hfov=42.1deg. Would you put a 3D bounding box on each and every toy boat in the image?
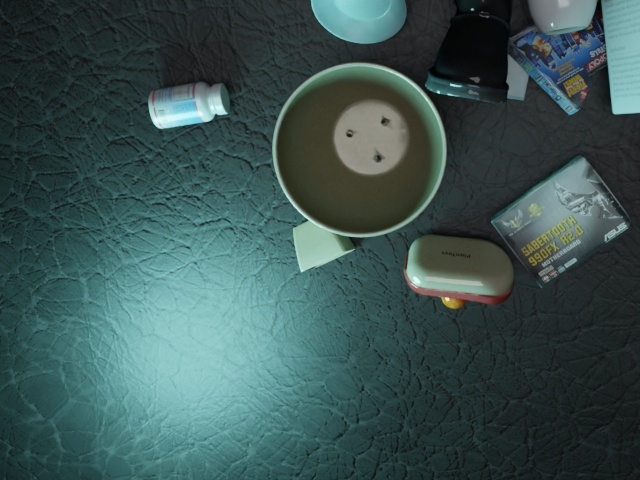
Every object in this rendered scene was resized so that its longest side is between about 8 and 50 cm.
[{"bbox_3d":[0.293,0.086,1.775,0.231,0.151,0.151,7,135,9],"label":"toy boat"}]

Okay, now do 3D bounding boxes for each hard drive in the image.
[{"bbox_3d":[0.358,-0.344,1.701,0.135,0.022,0.094,10,105,7],"label":"hard drive"}]

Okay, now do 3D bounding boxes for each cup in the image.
[{"bbox_3d":[0.091,-0.193,1.673,0.331,0.237,0.331,2,104,10],"label":"cup"}]

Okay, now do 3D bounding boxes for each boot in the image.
[{"bbox_3d":[0.296,-0.488,1.457,0.146,0.367,0.445,10,111,4],"label":"boot"}]

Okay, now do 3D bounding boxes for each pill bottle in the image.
[{"bbox_3d":[-0.281,-0.294,1.789,0.160,0.087,0.087,-7,102,11],"label":"pill bottle"}]

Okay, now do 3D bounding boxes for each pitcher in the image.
[{"bbox_3d":[0.461,-0.497,1.564,0.125,0.177,0.207,-3,96,41],"label":"pitcher"}]

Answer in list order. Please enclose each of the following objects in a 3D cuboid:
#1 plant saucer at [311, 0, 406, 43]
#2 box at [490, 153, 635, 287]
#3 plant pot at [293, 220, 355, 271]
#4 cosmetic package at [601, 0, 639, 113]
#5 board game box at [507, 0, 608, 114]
[{"bbox_3d":[0.079,-0.479,1.669,0.195,0.037,0.195,10,148,7],"label":"plant saucer"},{"bbox_3d":[0.502,-0.040,1.734,0.231,0.056,0.183,-36,96,16],"label":"box"},{"bbox_3d":[0.000,0.000,1.809,0.109,0.109,0.096,-25,86,15],"label":"plant pot"},{"bbox_3d":[0.625,-0.465,1.488,0.161,0.230,0.453,-11,99,-8],"label":"cosmetic package"},{"bbox_3d":[0.492,-0.359,1.640,0.194,0.060,0.194,-30,90,0],"label":"board game box"}]
